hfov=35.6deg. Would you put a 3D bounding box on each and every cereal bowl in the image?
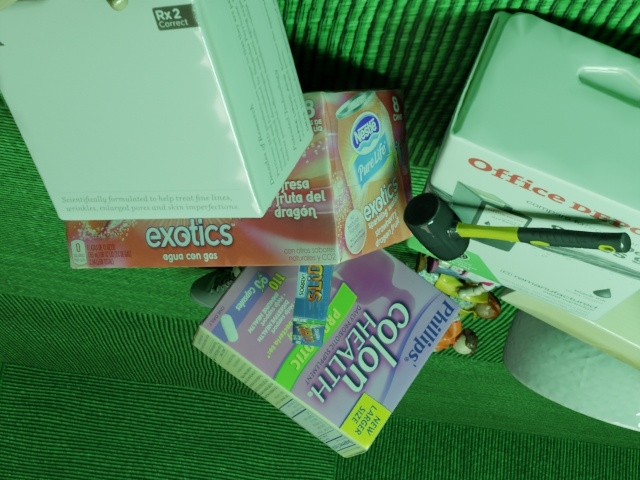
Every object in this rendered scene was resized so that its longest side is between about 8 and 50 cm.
[{"bbox_3d":[0.415,0.128,1.297,0.339,0.141,0.339,10,-169,-2],"label":"cereal bowl"}]

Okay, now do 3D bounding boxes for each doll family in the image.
[{"bbox_3d":[0.200,0.053,1.338,0.163,0.118,0.263,17,143,-10],"label":"doll family"}]

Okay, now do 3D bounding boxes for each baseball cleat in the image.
[{"bbox_3d":[-0.127,0.056,1.538,0.206,0.072,0.109,-6,145,25],"label":"baseball cleat"}]

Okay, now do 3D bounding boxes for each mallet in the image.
[{"bbox_3d":[0.159,-0.001,0.801,0.190,0.039,0.062,10,156,34],"label":"mallet"}]

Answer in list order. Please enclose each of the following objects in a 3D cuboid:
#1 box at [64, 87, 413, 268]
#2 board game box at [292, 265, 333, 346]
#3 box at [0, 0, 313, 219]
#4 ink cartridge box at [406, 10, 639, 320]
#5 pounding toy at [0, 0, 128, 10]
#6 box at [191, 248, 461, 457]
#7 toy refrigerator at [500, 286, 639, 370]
[{"bbox_3d":[-0.080,-0.056,0.916,0.300,0.142,0.154,-2,-173,32],"label":"box"},{"bbox_3d":[0.000,0.000,1.045,0.035,0.201,0.136,7,162,1],"label":"board game box"},{"bbox_3d":[-0.123,-0.119,0.722,0.181,0.119,0.182,0,126,23],"label":"box"},{"bbox_3d":[0.202,-0.049,0.867,0.211,0.121,0.289,22,164,5],"label":"ink cartridge box"},{"bbox_3d":[-0.185,-0.198,0.603,0.100,0.130,0.141,22,158,-40],"label":"pounding toy"},{"bbox_3d":[0.005,0.103,1.212,0.243,0.213,0.117,37,160,0],"label":"box"},{"bbox_3d":[0.347,0.076,1.104,0.269,0.102,0.094,27,167,-2],"label":"toy refrigerator"}]
